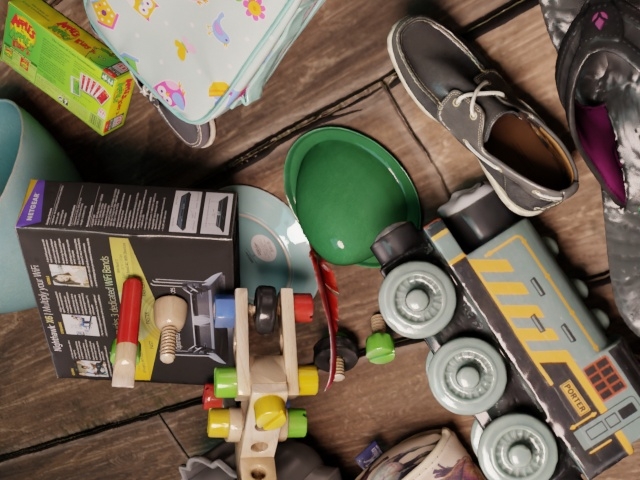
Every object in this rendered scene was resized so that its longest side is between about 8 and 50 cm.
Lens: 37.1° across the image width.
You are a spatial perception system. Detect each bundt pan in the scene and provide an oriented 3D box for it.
[{"bbox_3d":[-0.041,0.391,1.322,0.331,0.124,0.331,31,143,27],"label":"bundt pan"}]

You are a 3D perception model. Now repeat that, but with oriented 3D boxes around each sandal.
[{"bbox_3d":[0.291,-0.091,0.822,0.167,0.107,0.446,-7,111,37],"label":"sandal"}]

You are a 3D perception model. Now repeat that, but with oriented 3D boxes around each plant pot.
[{"bbox_3d":[-0.419,-0.018,1.291,0.290,0.290,0.195,-10,147,39],"label":"plant pot"}]

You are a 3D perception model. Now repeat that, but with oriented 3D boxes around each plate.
[{"bbox_3d":[-0.085,0.018,1.216,0.188,0.024,0.188,18,126,26],"label":"plate"}]

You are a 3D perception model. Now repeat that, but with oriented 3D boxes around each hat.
[{"bbox_3d":[0.000,0.000,1.034,0.208,0.183,0.173,37,133,10],"label":"hat"}]

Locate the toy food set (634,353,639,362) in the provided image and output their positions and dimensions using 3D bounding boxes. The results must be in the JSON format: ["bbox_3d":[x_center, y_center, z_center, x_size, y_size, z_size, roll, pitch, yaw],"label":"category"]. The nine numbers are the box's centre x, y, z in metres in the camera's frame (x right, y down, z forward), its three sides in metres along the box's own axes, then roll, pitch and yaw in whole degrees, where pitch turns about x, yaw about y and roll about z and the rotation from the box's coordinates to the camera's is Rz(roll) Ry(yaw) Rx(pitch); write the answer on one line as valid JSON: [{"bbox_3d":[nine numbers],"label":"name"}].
[{"bbox_3d":[0.331,0.156,1.011,0.083,0.020,0.082,21,128,23],"label":"toy food set"}]

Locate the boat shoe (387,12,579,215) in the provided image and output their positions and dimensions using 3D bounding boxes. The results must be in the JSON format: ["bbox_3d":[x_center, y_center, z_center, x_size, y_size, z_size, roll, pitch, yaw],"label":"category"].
[{"bbox_3d":[0.156,-0.126,0.900,0.233,0.084,0.079,50,174,-1],"label":"boat shoe"}]

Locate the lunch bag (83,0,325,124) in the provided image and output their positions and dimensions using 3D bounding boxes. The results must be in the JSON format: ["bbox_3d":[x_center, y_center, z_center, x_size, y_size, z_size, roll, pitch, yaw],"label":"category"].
[{"bbox_3d":[-0.114,-0.266,1.002,0.224,0.108,0.279,44,134,-1],"label":"lunch bag"}]

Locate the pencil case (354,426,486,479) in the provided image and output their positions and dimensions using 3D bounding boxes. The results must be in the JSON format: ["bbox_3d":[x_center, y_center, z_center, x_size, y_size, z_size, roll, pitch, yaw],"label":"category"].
[{"bbox_3d":[0.186,0.432,1.186,0.183,0.160,0.410,-31,98,18],"label":"pencil case"}]

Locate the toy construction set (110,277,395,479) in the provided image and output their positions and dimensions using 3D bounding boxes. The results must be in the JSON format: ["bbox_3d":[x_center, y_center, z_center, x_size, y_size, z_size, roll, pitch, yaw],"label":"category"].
[{"bbox_3d":[-0.103,0.195,1.092,0.309,0.237,0.257,23,133,-26],"label":"toy construction set"}]

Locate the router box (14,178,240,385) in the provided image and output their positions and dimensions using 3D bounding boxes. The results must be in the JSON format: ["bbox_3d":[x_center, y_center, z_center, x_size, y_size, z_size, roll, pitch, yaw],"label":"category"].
[{"bbox_3d":[-0.222,0.063,1.184,0.243,0.081,0.309,3,139,-2],"label":"router box"}]

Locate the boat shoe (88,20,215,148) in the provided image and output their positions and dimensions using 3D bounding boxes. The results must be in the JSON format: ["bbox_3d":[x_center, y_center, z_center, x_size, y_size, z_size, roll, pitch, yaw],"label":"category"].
[{"bbox_3d":[-0.203,-0.191,1.140,0.075,0.065,0.206,-24,102,42],"label":"boat shoe"}]

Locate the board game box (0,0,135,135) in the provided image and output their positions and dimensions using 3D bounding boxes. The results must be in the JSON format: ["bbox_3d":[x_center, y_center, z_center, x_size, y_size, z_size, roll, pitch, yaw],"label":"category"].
[{"bbox_3d":[-0.323,-0.225,1.218,0.181,0.043,0.092,36,132,11],"label":"board game box"}]

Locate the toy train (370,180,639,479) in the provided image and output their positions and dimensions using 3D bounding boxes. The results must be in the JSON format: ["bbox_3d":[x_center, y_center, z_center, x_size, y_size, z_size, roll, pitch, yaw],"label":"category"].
[{"bbox_3d":[0.194,0.103,0.966,0.190,0.142,0.334,-33,84,2],"label":"toy train"}]

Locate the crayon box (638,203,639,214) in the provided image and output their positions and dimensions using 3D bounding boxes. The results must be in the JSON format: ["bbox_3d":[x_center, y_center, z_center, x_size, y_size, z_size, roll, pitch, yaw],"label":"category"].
[{"bbox_3d":[0.394,-0.065,0.690,0.165,0.081,0.278,33,111,-15],"label":"crayon box"}]
